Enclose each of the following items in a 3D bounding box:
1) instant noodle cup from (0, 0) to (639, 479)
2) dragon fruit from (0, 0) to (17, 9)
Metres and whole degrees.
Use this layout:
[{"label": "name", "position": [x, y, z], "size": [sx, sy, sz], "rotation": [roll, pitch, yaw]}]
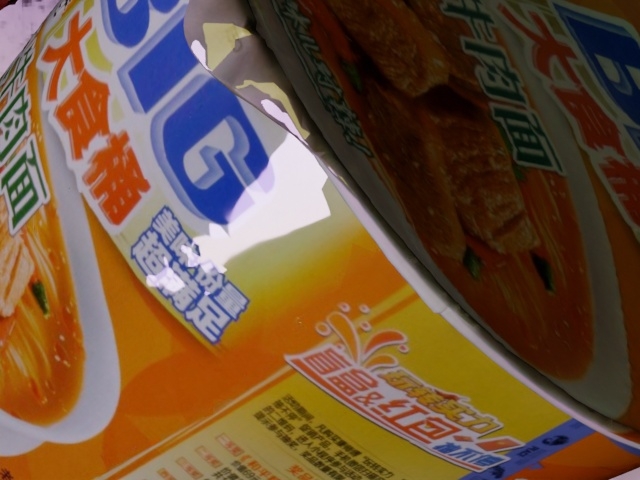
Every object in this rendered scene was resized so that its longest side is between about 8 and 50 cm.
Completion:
[{"label": "instant noodle cup", "position": [0.000, 0.000, 0.671], "size": [0.214, 0.296, 0.296], "rotation": [-38, 69, 31]}, {"label": "dragon fruit", "position": [-0.203, -0.216, 0.819], "size": [0.293, 0.234, 0.234], "rotation": [44, 106, 19]}]
